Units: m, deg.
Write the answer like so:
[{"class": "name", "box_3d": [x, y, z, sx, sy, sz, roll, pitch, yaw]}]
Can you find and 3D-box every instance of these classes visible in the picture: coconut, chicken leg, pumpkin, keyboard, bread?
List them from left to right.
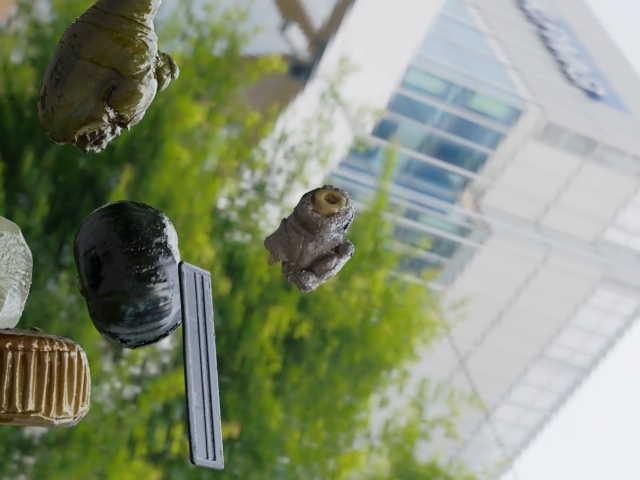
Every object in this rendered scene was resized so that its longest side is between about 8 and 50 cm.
[{"class": "coconut", "box_3d": [-0.536, 0.045, 2.313, 0.241, 0.241, 0.241, -32, -130, 47]}, {"class": "bread", "box_3d": [-0.328, 0.137, 1.668, 0.199, 0.199, 0.104, -3, -99, 57]}, {"class": "chicken leg", "box_3d": [-0.176, -0.177, 1.448, 0.228, 0.103, 0.088, -58, 169, 11]}, {"class": "pumpkin", "box_3d": [-0.289, 0.050, 2.455, 0.233, 0.163, 0.233, 168, -90, -85]}, {"class": "keyboard", "box_3d": [-0.151, 0.218, 2.155, 0.041, 0.103, 0.381, -17, -108, 18]}]

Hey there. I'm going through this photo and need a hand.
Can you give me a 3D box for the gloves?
[{"class": "gloves", "box_3d": [-0.005, 0.001, 2.012, 0.094, 0.110, 0.144, 41, -25, 23]}]
